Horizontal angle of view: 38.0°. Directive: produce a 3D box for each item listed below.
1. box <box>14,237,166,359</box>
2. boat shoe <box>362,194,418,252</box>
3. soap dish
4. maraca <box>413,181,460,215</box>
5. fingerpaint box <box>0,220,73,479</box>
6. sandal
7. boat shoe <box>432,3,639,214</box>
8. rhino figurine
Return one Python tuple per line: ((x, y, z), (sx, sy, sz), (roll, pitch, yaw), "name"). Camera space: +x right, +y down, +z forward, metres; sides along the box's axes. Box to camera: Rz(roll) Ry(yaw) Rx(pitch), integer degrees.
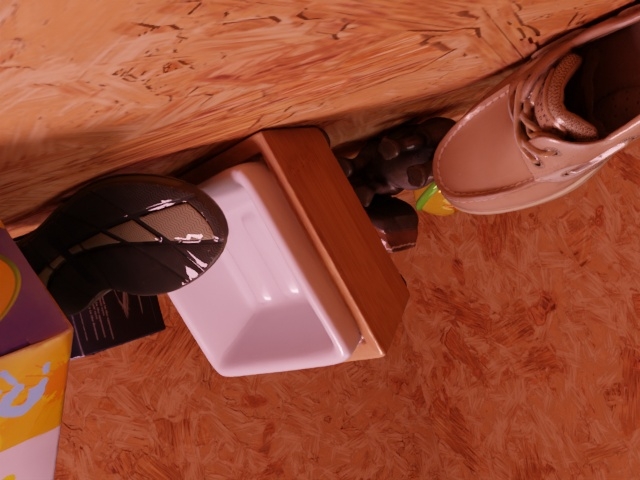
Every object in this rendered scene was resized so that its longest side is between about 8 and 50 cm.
((-0.298, 0.066, 1.143), (0.108, 0.153, 0.207), (-16, 177, 18), "box")
((0.000, 0.000, 1.192), (0.122, 0.120, 0.324), (-9, -170, -36), "boat shoe")
((-0.056, 0.018, 0.945), (0.118, 0.229, 0.291), (-34, -171, -33), "soap dish")
((0.202, -0.105, 1.305), (0.186, 0.099, 0.127), (-46, 172, 29), "maraca")
((-0.419, 0.191, 0.638), (0.444, 0.163, 0.371), (-22, 149, -35), "fingerpaint box")
((-0.201, -0.006, 0.894), (0.302, 0.120, 0.086), (-15, -153, 43), "sandal")
((0.208, -0.117, 0.772), (0.110, 0.122, 0.341), (-8, 163, -45), "boat shoe")
((0.076, -0.085, 1.073), (0.106, 0.073, 0.243), (-26, -173, -31), "rhino figurine")
